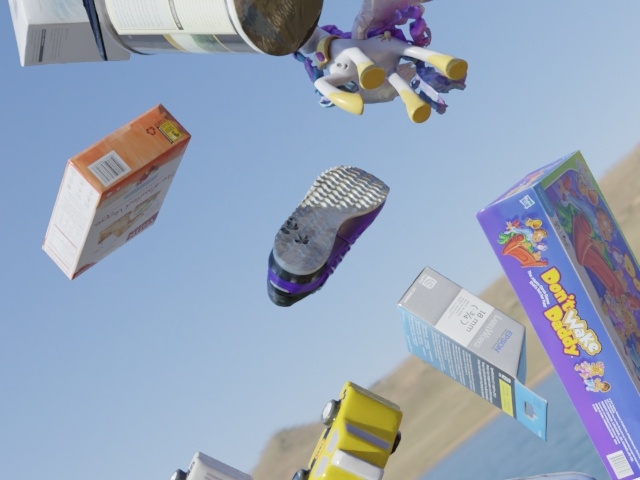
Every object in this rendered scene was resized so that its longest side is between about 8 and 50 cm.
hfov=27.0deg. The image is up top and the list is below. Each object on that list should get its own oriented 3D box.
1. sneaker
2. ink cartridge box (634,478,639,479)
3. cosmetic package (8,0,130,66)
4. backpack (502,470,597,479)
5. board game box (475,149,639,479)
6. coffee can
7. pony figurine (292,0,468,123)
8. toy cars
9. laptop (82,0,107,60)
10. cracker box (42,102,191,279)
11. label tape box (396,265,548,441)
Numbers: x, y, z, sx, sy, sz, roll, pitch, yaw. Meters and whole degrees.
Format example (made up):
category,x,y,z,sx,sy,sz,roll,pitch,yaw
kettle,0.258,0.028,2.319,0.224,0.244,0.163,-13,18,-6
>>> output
category,x,y,z,sx,sy,sz,roll,pitch,yaw
sneaker,-0.001,0.000,2.039,0.293,0.102,0.146,-44,-20,-45
ink cartridge box,0.553,0.344,2.019,0.159,0.218,0.092,-19,-35,34
cosmetic package,-0.511,-0.487,2.717,0.225,0.224,0.138,-6,-30,-21
backpack,0.249,0.400,1.494,0.277,0.263,0.213,-11,-53,-8
board game box,0.326,0.081,1.571,0.078,0.347,0.233,-27,3,28
coffee can,-0.162,-0.367,1.917,0.275,0.201,0.201,7,24,39
pony figurine,0.104,-0.347,2.441,0.351,0.363,0.302,-10,-57,-30
toy cars,-0.055,0.313,1.601,0.394,0.176,0.087,-24,3,-15
laptop,-0.350,-0.485,2.243,0.137,0.264,0.234,-16,-36,-10
cracker box,-0.268,-0.060,1.732,0.156,0.067,0.232,-38,-10,-33
label tape box,0.315,0.215,2.517,0.106,0.334,0.240,-52,-22,-15
